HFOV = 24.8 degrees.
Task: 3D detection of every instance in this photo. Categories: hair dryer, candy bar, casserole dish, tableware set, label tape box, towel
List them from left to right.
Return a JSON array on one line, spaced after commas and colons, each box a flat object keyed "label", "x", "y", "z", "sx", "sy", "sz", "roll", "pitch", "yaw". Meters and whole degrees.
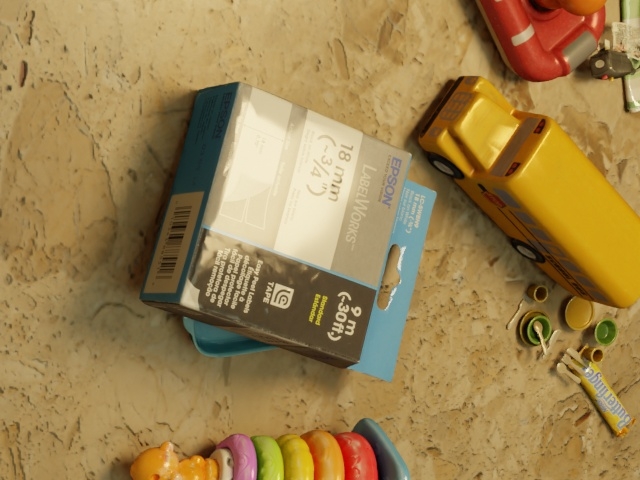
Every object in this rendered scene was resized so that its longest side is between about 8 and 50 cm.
[{"label": "casserole dish", "x": -0.075, "y": 0.064, "z": 1.608, "sx": 0.188, "sy": 0.037, "sz": 0.114, "roll": -7, "pitch": 105, "yaw": -31}, {"label": "label tape box", "x": 0.000, "y": 0.000, "z": 1.562, "sx": 0.334, "sy": 0.106, "sz": 0.240, "roll": 20, "pitch": 78, "yaw": -30}, {"label": "tableware set", "x": 0.317, "y": 0.110, "z": 1.870, "sx": 0.154, "sy": 0.024, "sz": 0.104, "roll": 38, "pitch": 79, "yaw": -25}, {"label": "candy bar", "x": 0.376, "y": 0.203, "z": 1.943, "sx": 0.040, "sy": 0.018, "sz": 0.161, "roll": -46, "pitch": 120, "yaw": -16}, {"label": "towel", "x": 0.438, "y": -0.249, "z": 1.882, "sx": 0.113, "sy": 0.023, "sz": 0.152, "roll": -16, "pitch": 109, "yaw": -30}, {"label": "hair dryer", "x": 0.480, "y": -0.279, "z": 1.846, "sx": 0.294, "sy": 0.080, "sz": 0.223, "roll": 12, "pitch": 91, "yaw": -33}]

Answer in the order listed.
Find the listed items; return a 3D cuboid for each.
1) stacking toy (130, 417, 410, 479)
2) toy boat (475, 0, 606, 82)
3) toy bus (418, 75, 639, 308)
[{"label": "stacking toy", "x": -0.068, "y": 0.274, "z": 1.605, "sx": 0.302, "sy": 0.166, "sz": 0.175, "roll": 13, "pitch": 105, "yaw": -23}, {"label": "toy boat", "x": 0.272, "y": -0.295, "z": 1.687, "sx": 0.151, "sy": 0.151, "sz": 0.231, "roll": -41, "pitch": 119, "yaw": -20}, {"label": "toy bus", "x": 0.267, "y": -0.056, "z": 1.748, "sx": 0.333, "sy": 0.130, "sz": 0.108, "roll": 43, "pitch": 76, "yaw": -32}]
